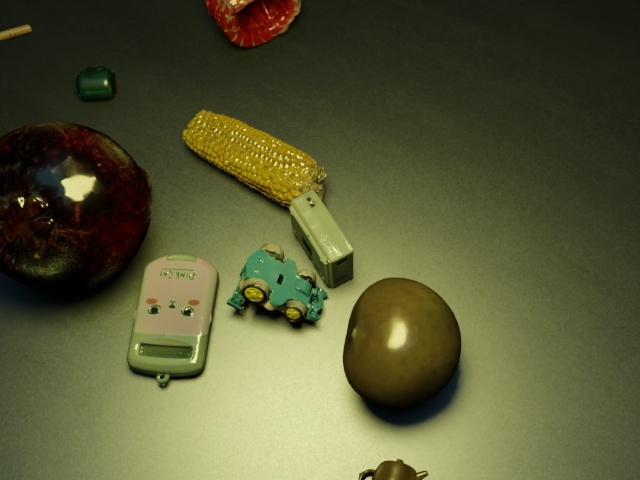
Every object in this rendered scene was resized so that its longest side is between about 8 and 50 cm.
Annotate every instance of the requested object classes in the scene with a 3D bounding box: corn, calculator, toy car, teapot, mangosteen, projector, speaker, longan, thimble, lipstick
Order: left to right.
[{"bbox_3d":[-0.690,-0.461,1.749,0.094,0.019,0.019,-19,63,-7],"label":"lipstick"},{"bbox_3d":[-0.450,-0.061,1.385,0.330,0.330,0.330,-1,62,2],"label":"mangosteen"},{"bbox_3d":[-0.469,-0.340,1.654,0.075,0.060,0.094,-4,62,-1],"label":"speaker"},{"bbox_3d":[-0.260,0.137,1.401,0.141,0.045,0.246,4,63,5],"label":"calculator"},{"bbox_3d":[-0.144,-0.510,1.676,0.189,0.163,0.125,-22,62,-25],"label":"thimble"},{"bbox_3d":[-0.125,-0.161,1.522,0.318,0.115,0.115,30,67,16],"label":"corn"},{"bbox_3d":[-0.077,0.094,1.407,0.161,0.098,0.126,33,39,-13],"label":"toy car"},{"bbox_3d":[0.000,0.000,1.425,0.061,0.115,0.147,-28,65,-10],"label":"projector"},{"bbox_3d":[0.113,0.380,1.246,0.121,0.076,0.068,-8,46,32],"label":"teapot"},{"bbox_3d":[0.133,0.171,1.289,0.196,0.196,0.220,11,54,8],"label":"longan"}]
